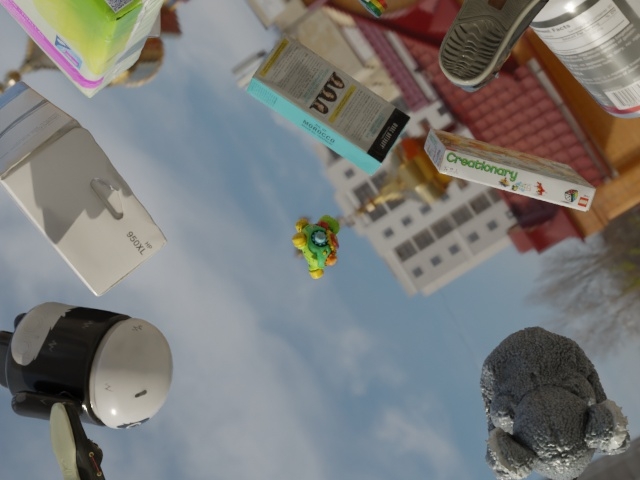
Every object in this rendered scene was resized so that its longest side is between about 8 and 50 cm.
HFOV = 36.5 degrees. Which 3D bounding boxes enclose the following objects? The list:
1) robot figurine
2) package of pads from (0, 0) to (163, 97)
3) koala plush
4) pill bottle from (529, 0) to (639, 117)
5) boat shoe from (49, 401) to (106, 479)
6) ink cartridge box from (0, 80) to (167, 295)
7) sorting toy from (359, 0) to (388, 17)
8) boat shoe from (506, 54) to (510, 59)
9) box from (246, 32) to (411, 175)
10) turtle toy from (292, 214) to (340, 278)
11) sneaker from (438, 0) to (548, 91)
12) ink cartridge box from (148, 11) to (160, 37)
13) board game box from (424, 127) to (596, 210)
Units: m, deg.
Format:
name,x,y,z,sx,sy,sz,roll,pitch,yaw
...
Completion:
name,x,y,z,sx,sy,sz,roll,pitch,yaw
robot figurine,-0.358,0.189,1.469,0.173,0.278,0.209,60,-139,-60
package of pads,-0.291,-0.309,1.094,0.229,0.101,0.296,50,160,-7
koala plush,0.293,0.232,1.253,0.221,0.196,0.203,-57,-49,-76
pill bottle,0.342,-0.298,1.205,0.283,0.161,0.161,40,-158,-27
boat shoe,-0.263,0.238,1.065,0.042,0.049,0.133,-18,-85,-40
ink cartridge box,-0.477,-0.105,1.771,0.395,0.166,0.285,31,158,56
sorting toy,0.021,-0.450,1.490,0.132,0.046,0.274,44,-175,28
boat shoe,0.233,-0.311,1.418,0.059,0.063,0.170,50,177,28
box,0.013,-0.215,1.543,0.244,0.101,0.060,34,160,-3
turtle toy,0.000,0.000,1.745,0.130,0.066,0.095,-79,-34,-58
sneaker,0.210,-0.270,1.096,0.083,0.222,0.118,38,-171,8
ink cartridge box,-0.345,-0.459,1.678,0.237,0.100,0.172,-127,35,-58
board game box,0.367,-0.142,1.917,0.305,0.053,0.193,14,-163,-7
